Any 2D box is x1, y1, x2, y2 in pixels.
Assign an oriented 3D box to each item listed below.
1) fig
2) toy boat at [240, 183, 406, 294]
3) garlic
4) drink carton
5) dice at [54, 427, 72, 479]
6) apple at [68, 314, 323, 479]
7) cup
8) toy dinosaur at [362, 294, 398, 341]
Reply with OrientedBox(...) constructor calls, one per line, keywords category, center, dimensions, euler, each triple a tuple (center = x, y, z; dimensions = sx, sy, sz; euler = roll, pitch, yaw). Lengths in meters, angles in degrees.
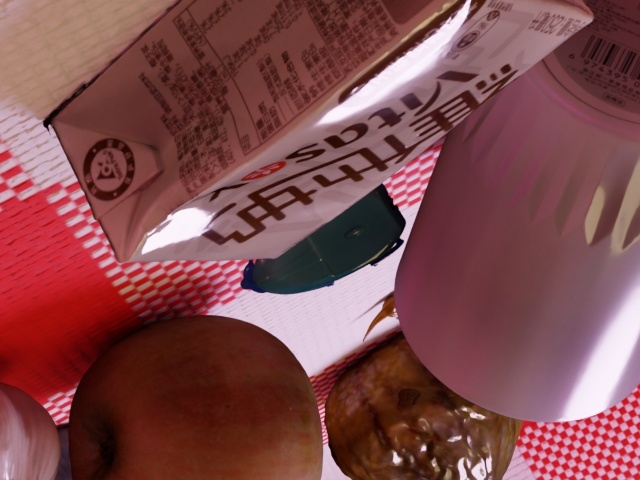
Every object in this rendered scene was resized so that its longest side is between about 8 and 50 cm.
OrientedBox(category="fig", center=(0.192, 0.293, 2.245), dimensions=(0.286, 0.368, 0.286), euler=(-35, 160, -14))
OrientedBox(category="toy boat", center=(0.000, 0.000, 1.559), dimensions=(0.175, 0.091, 0.110), euler=(-30, -169, 15))
OrientedBox(category="garlic", center=(-0.338, 0.183, 1.446), dimensions=(0.229, 0.178, 0.143), euler=(-37, 142, -44))
OrientedBox(category="drink carton", center=(0.003, -0.116, 1.111), dimensions=(0.324, 0.132, 0.194), euler=(-36, 161, 28))
OrientedBox(category="dice", center=(-0.303, 0.324, 1.819), dimensions=(0.182, 0.183, 0.181), euler=(-10, 156, -47))
OrientedBox(category="apple", center=(-0.128, 0.201, 1.624), dimensions=(0.234, 0.257, 0.257), euler=(-2, 151, -35))
OrientedBox(category="cup", center=(0.221, -0.034, 1.435), dimensions=(0.253, 0.253, 0.371), euler=(-20, 148, -27))
OrientedBox(category="toy dinosaur", center=(0.091, 0.084, 2.024), dimensions=(0.041, 0.026, 0.113), euler=(-2, 140, -44))
